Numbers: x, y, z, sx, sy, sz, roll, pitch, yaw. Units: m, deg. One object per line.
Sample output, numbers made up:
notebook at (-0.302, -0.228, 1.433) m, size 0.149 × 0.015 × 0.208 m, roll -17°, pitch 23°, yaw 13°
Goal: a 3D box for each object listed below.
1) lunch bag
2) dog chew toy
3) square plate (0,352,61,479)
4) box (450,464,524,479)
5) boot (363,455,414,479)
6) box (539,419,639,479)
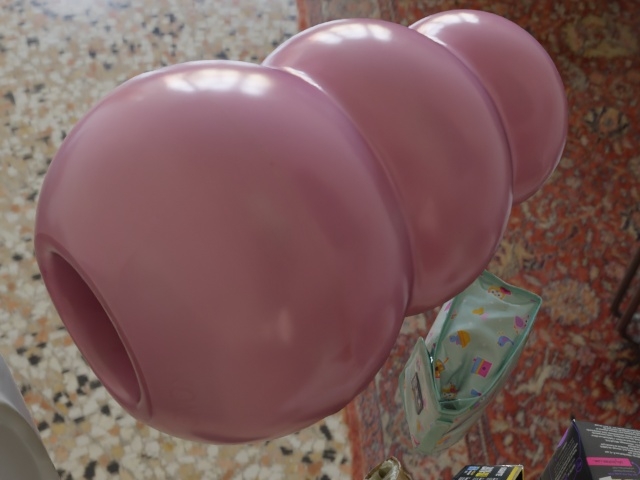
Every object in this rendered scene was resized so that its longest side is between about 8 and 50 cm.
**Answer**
lunch bag at (0.225, 0.208, 1.543) m, size 0.160 × 0.223 × 0.262 m, roll 28°, pitch 61°, yaw 8°
dog chew toy at (0.012, -0.032, 0.544) m, size 0.332 × 0.206 × 0.206 m, roll -32°, pitch 60°, yaw -27°
square plate at (-0.135, 0.219, 0.342) m, size 0.049 × 0.347 × 0.344 m, roll -18°, pitch 14°, yaw 11°
box at (0.165, 0.387, 0.976) m, size 0.079 × 0.322 × 0.257 m, roll -3°, pitch 86°, yaw 19°
boot at (0.156, 0.431, 1.225) m, size 0.089 × 0.236 × 0.269 m, roll -34°, pitch 93°, yaw -4°
box at (0.455, 0.435, 1.461) m, size 0.143 × 0.165 × 0.270 m, roll 10°, pitch 36°, yaw -8°
